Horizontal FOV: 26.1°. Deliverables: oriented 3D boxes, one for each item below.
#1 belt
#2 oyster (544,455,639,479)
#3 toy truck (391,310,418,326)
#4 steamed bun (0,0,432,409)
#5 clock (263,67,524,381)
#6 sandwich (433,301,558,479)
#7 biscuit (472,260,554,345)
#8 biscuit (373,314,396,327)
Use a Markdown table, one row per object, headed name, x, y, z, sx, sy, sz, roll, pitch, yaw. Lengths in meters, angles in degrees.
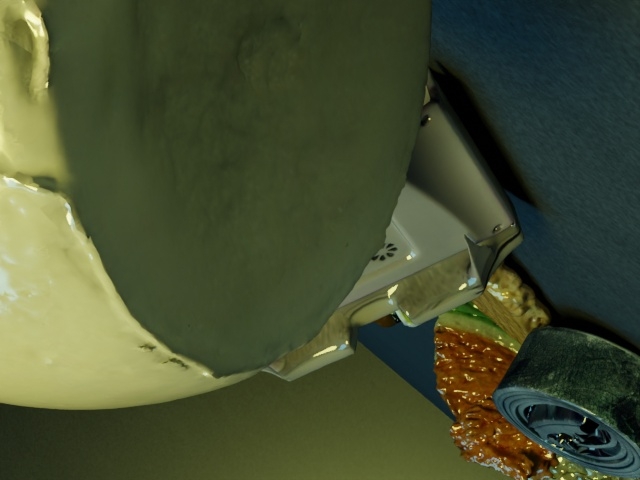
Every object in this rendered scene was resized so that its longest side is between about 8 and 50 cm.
| name | x | y | z | sx | sy | sz | roll | pitch | yaw |
| --- | --- | --- | --- | --- | --- | --- | --- | --- | --- |
| belt | 0.231 | 0.136 | 1.175 | 0.141 | 0.082 | 0.190 | 35 | 164 | -6 |
| oyster | 0.328 | 0.299 | 1.634 | 0.198 | 0.112 | 0.268 | 43 | 171 | -15 |
| toy truck | 0.080 | 0.023 | 1.348 | 0.111 | 0.076 | 0.077 | 56 | 178 | 17 |
| steamed bun | -0.100 | -0.091 | 0.556 | 0.206 | 0.324 | 0.324 | 7 | 157 | 27 |
| clock | 0.000 | 0.000 | 0.929 | 0.186 | 0.253 | 0.083 | 48 | -159 | -51 |
| sandwich | 0.170 | 0.153 | 1.381 | 0.185 | 0.160 | 0.109 | 32 | 153 | 9 |
| biscuit | 0.153 | 0.041 | 1.255 | 0.144 | 0.033 | 0.224 | 37 | 174 | 42 |
| biscuit | 0.005 | -0.013 | 1.473 | 0.262 | 0.037 | 0.262 | 45 | -168 | -12 |
